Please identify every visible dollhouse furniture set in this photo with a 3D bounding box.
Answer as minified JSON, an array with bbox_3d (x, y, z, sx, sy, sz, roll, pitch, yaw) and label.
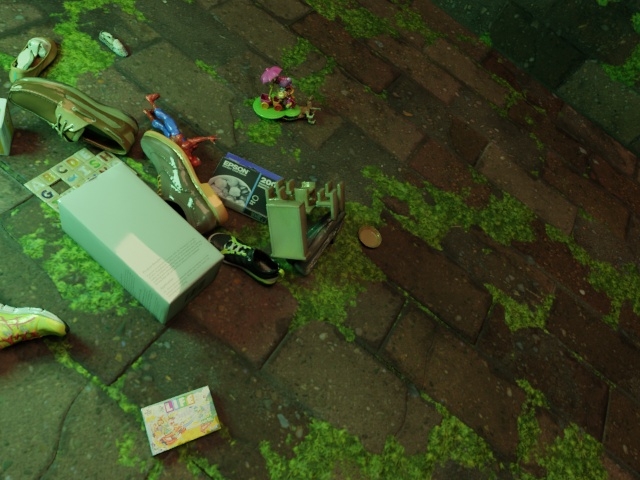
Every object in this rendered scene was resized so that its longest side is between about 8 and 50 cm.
[{"bbox_3d":[-0.057,-0.069,1.351,0.211,0.161,0.242,5,26,19],"label":"dollhouse furniture set"}]

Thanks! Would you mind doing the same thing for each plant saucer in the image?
[{"bbox_3d":[0.161,-0.010,1.526,0.083,0.015,0.084,11,57,-18],"label":"plant saucer"}]

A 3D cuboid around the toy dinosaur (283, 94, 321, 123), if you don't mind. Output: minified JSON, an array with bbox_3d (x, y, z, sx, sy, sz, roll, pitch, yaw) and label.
[{"bbox_3d":[-0.060,-0.468,1.704,0.092,0.053,0.183,28,56,16],"label":"toy dinosaur"}]

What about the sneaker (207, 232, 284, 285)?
[{"bbox_3d":[-0.202,0.036,1.286,0.234,0.097,0.084,30,52,-4],"label":"sneaker"}]

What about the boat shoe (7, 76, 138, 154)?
[{"bbox_3d":[-0.669,-0.333,1.264,0.323,0.122,0.120,17,58,-32],"label":"boat shoe"}]

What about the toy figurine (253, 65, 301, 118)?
[{"bbox_3d":[-0.146,-0.522,1.598,0.173,0.159,0.130,10,54,-3],"label":"toy figurine"}]

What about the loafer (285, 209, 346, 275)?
[{"bbox_3d":[0.000,0.000,1.416,0.084,0.096,0.267,51,59,-12],"label":"loafer"}]

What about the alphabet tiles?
[{"bbox_3d":[-0.638,-0.156,1.270,0.198,0.009,0.237,38,53,2],"label":"alphabet tiles"}]

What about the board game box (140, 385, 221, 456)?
[{"bbox_3d":[-0.317,0.408,1.047,0.154,0.026,0.104,-13,66,-29],"label":"board game box"}]

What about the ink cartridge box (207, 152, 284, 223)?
[{"bbox_3d":[-0.231,-0.178,1.441,0.206,0.045,0.208,24,52,-8],"label":"ink cartridge box"}]

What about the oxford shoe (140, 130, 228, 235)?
[{"bbox_3d":[-0.419,-0.165,1.302,0.132,0.130,0.364,-36,74,-25],"label":"oxford shoe"}]

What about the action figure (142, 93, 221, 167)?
[{"bbox_3d":[-0.421,-0.335,1.424,0.139,0.091,0.280,-20,66,-39],"label":"action figure"}]

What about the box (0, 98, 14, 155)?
[{"bbox_3d":[-0.913,-0.300,1.172,0.202,0.114,0.103,2,59,-24],"label":"box"}]

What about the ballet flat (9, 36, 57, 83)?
[{"bbox_3d":[-0.857,-0.555,1.381,0.080,0.073,0.233,14,55,-16],"label":"ballet flat"}]

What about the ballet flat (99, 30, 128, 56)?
[{"bbox_3d":[-0.695,-0.663,1.541,0.114,0.041,0.041,37,53,1],"label":"ballet flat"}]

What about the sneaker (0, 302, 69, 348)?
[{"bbox_3d":[-0.660,0.195,1.001,0.208,0.082,0.094,8,57,-6],"label":"sneaker"}]

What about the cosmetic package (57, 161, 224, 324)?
[{"bbox_3d":[-0.447,0.004,1.158,0.365,0.155,0.197,42,53,5],"label":"cosmetic package"}]
